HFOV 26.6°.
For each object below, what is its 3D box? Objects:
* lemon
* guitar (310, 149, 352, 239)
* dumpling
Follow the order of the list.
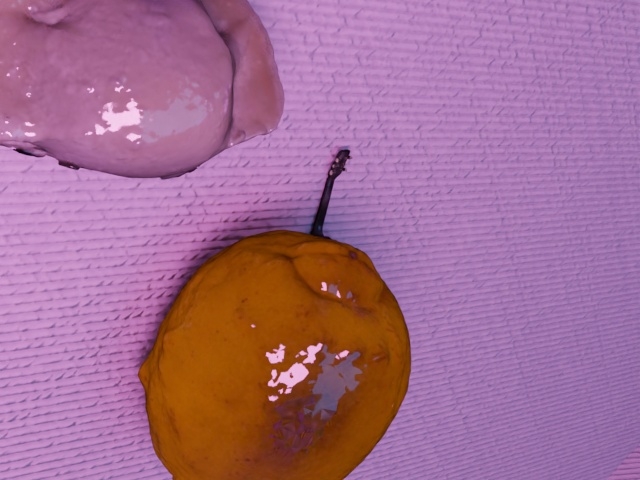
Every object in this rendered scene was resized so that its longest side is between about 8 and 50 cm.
[{"bbox_3d":[-0.050,0.141,1.424,0.285,0.285,0.316,-24,167,-35],"label":"lemon"},{"bbox_3d":[0.000,0.000,1.560,0.088,0.025,0.233,-11,128,-42],"label":"guitar"},{"bbox_3d":[-0.159,-0.164,1.147,0.243,0.175,0.226,-7,96,-64],"label":"dumpling"}]
